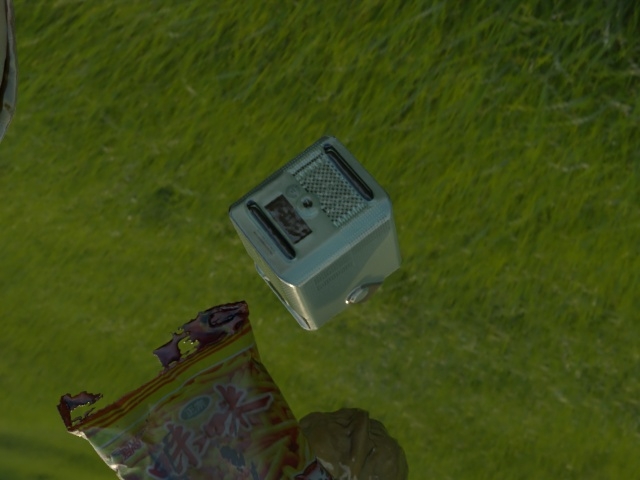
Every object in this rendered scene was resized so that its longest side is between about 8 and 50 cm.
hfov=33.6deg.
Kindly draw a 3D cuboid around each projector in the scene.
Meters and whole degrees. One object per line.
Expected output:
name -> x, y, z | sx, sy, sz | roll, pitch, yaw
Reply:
projector -> 0.000, 0.000, 1.414 | 0.163, 0.177, 0.242 | 51, 173, 21

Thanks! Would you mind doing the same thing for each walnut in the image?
walnut -> 0.026, 0.326, 1.472 | 0.198, 0.198, 0.245 | 33, -178, -3

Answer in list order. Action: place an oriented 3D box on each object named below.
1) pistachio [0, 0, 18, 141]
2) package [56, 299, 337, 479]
pistachio -> -0.422, -0.228, 1.108 | 0.193, 0.214, 0.318 | 42, -155, -86
package -> -0.109, 0.232, 1.097 | 0.288, 0.223, 0.108 | 58, 158, 4
